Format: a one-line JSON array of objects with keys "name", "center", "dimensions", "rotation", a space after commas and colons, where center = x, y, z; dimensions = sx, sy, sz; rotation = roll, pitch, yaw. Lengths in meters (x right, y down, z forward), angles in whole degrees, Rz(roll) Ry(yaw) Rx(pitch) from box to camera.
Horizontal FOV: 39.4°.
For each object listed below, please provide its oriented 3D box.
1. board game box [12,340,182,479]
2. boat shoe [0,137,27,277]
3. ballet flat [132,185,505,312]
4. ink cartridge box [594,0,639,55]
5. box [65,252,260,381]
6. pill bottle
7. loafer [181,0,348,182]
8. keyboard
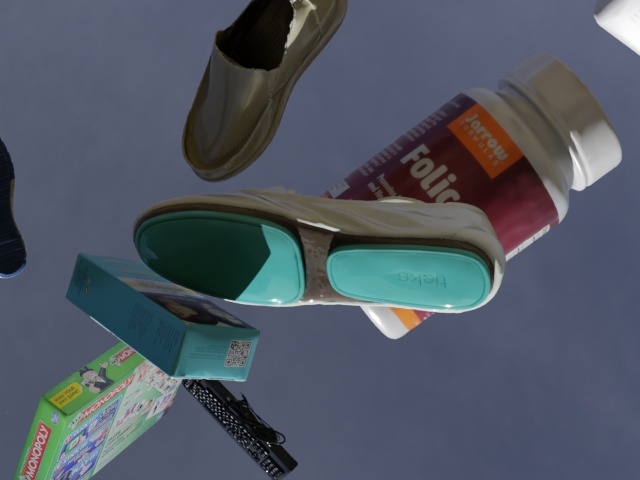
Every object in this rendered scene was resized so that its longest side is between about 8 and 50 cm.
[{"name": "board game box", "center": [-0.276, 0.220, 1.197], "dimensions": [0.046, 0.213, 0.317], "rotation": [32, -151, 12]}, {"name": "boat shoe", "center": [-0.396, -0.047, 1.047], "dimensions": [0.066, 0.066, 0.183], "rotation": [-17, -68, -36]}, {"name": "ballet flat", "center": [0.000, 0.000, 0.978], "dimensions": [0.400, 0.139, 0.139], "rotation": [5, -104, 12]}, {"name": "ink cartridge box", "center": [0.368, -0.211, 0.621], "dimensions": [0.201, 0.278, 0.117], "rotation": [32, -125, -12]}, {"name": "box", "center": [-0.183, 0.082, 1.002], "dimensions": [0.100, 0.244, 0.060], "rotation": [11, -81, -44]}, {"name": "pill bottle", "center": [0.190, -0.064, 1.210], "dimensions": [0.392, 0.224, 0.224], "rotation": [-37, -87, 3]}, {"name": "loafer", "center": [-0.079, -0.177, 0.944], "dimensions": [0.102, 0.268, 0.092], "rotation": [45, -156, 24]}, {"name": "keyboard", "center": [-0.115, 0.248, 1.193], "dimensions": [0.192, 0.100, 0.038], "rotation": [44, -132, 6]}]
